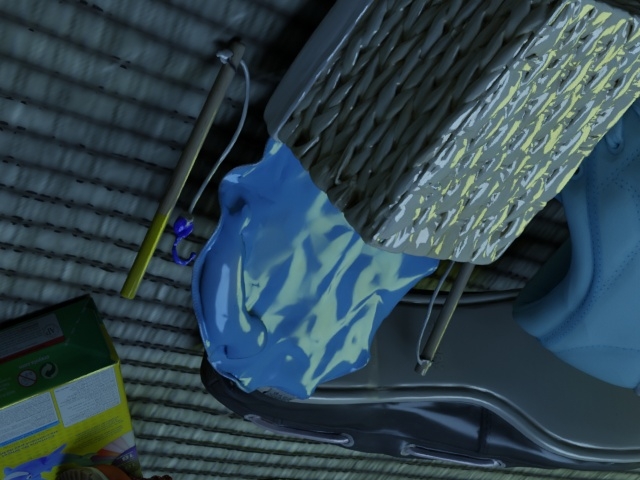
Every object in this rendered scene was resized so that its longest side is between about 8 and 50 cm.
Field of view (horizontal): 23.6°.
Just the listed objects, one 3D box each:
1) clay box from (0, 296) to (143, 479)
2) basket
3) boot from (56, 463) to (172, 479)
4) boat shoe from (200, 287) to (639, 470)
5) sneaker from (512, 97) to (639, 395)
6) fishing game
[{"bbox_3d":[-0.181,0.126,0.948,0.127,0.053,0.222,-20,153,-14],"label":"clay box"},{"bbox_3d":[0.072,-0.078,0.722,0.113,0.103,0.167,8,130,-46],"label":"basket"},{"bbox_3d":[-0.119,0.167,0.963,0.084,0.059,0.158,-23,162,-18],"label":"boot"},{"bbox_3d":[0.084,0.089,0.999,0.335,0.112,0.095,11,157,-19],"label":"boat shoe"},{"bbox_3d":[0.195,-0.061,0.853,0.150,0.135,0.366,18,123,7],"label":"sneaker"},{"bbox_3d":[0.000,0.000,0.837,0.264,0.041,0.189,13,102,-49],"label":"fishing game"}]
